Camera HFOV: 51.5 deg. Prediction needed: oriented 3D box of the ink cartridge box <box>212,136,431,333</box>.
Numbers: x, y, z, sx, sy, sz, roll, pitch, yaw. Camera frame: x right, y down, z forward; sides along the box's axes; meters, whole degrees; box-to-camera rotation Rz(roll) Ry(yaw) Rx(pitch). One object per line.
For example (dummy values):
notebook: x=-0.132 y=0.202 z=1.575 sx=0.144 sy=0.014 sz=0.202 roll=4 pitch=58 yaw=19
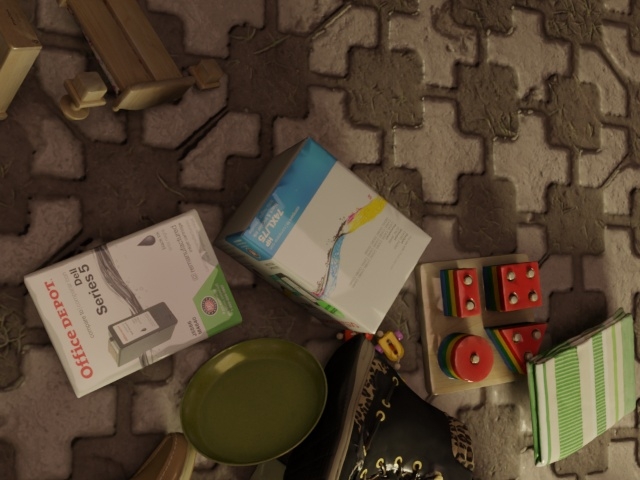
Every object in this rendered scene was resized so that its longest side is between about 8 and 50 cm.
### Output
ink cartridge box: x=0.000 y=0.000 z=1.120 sx=0.270 sy=0.198 sz=0.197 roll=37 pitch=74 yaw=-15

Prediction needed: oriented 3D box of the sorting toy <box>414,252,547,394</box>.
sorting toy: x=0.328 y=0.161 z=1.299 sx=0.257 sy=0.089 sz=0.255 roll=-5 pitch=89 yaw=-22

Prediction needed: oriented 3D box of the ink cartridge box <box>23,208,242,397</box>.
ink cartridge box: x=-0.292 y=0.093 z=1.041 sx=0.273 sy=0.115 sz=0.198 roll=-24 pitch=96 yaw=-21

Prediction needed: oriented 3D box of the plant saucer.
plant saucer: x=-0.105 y=0.262 z=1.071 sx=0.241 sy=0.241 sz=0.037 roll=-32 pitch=134 yaw=-20

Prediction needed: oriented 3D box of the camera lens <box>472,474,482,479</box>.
camera lens: x=0.273 y=0.571 z=1.180 sx=0.219 sy=0.219 sz=0.274 roll=-46 pitch=103 yaw=-18

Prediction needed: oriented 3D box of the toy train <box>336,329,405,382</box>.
toy train: x=0.093 y=0.220 z=1.228 sx=0.125 sy=0.046 sz=0.166 roll=-7 pitch=92 yaw=-11

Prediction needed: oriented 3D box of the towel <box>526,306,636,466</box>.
towel: x=0.540 y=0.297 z=1.358 sx=0.325 sy=0.038 sz=0.248 roll=-18 pitch=107 yaw=-33

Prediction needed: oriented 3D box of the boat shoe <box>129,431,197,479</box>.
boat shoe: x=-0.313 y=0.434 z=1.009 sx=0.110 sy=0.122 sz=0.341 roll=37 pitch=76 yaw=-17

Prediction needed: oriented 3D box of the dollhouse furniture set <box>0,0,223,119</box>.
dollhouse furniture set: x=-0.391 y=-0.321 z=1.072 sx=0.355 sy=0.174 sz=0.303 roll=-25 pitch=83 yaw=-50

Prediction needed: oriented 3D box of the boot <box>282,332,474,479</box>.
boot: x=0.102 y=0.366 z=1.071 sx=0.284 sy=0.138 sz=0.377 roll=38 pitch=39 yaw=-15

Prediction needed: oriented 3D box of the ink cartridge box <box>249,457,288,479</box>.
ink cartridge box: x=0.000 y=0.456 z=1.124 sx=0.231 sy=0.134 sz=0.078 roll=35 pitch=74 yaw=-15
